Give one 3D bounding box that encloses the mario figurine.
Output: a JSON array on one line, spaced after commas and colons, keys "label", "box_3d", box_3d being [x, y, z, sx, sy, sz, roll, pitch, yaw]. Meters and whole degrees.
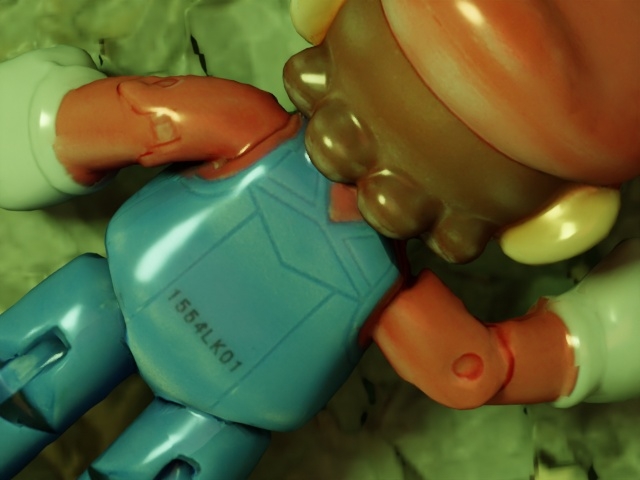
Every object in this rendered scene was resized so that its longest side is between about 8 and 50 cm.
[{"label": "mario figurine", "box_3d": [0.000, 0.000, 0.666, 0.320, 0.170, 0.198, -41, 130, 10]}]
